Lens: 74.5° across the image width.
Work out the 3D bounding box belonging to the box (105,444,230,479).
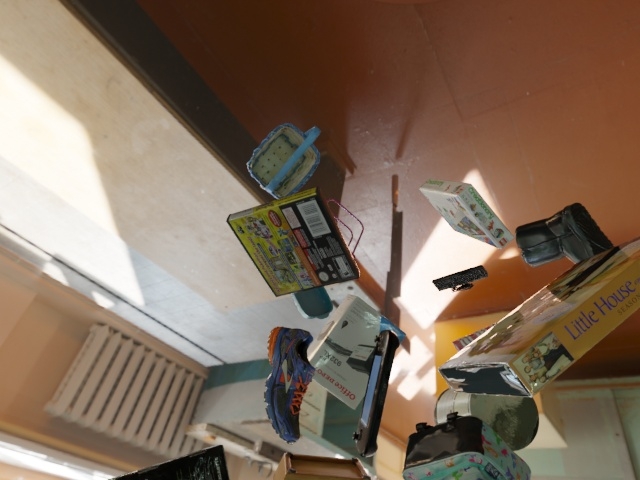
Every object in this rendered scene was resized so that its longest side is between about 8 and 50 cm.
[{"bbox_3d":[-0.295,0.629,0.876,0.257,0.322,0.079,6,148,-47],"label":"box"}]

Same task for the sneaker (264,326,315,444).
[{"bbox_3d":[-0.053,0.263,0.795,0.087,0.221,0.083,-12,148,13],"label":"sneaker"}]

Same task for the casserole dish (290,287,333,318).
[{"bbox_3d":[-0.039,0.153,1.226,0.114,0.188,0.037,-9,149,-41],"label":"casserole dish"}]

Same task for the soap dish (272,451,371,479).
[{"bbox_3d":[0.009,0.712,1.225,0.291,0.118,0.229,8,168,-4],"label":"soap dish"}]

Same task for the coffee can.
[{"bbox_3d":[0.490,0.529,1.279,0.201,0.201,0.275,13,153,-1],"label":"coffee can"}]

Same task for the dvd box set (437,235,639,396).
[{"bbox_3d":[0.436,0.134,0.770,0.062,0.420,0.307,55,167,13],"label":"dvd box set"}]

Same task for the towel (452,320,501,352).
[{"bbox_3d":[0.515,0.308,1.262,0.197,0.029,0.144,-31,116,20],"label":"towel"}]

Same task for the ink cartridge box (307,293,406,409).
[{"bbox_3d":[0.105,0.372,1.438,0.223,0.307,0.129,38,171,-6],"label":"ink cartridge box"}]

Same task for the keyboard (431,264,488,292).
[{"bbox_3d":[0.503,0.150,1.499,0.192,0.038,0.100,-24,131,33],"label":"keyboard"}]

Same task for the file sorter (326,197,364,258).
[{"bbox_3d":[0.000,0.000,1.648,0.202,0.182,0.290,41,139,-14],"label":"file sorter"}]

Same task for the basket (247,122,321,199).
[{"bbox_3d":[-0.115,-0.269,1.416,0.201,0.255,0.289,42,177,-13],"label":"basket"}]

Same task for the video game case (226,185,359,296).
[{"bbox_3d":[-0.064,0.016,1.062,0.248,0.035,0.275,-15,124,19],"label":"video game case"}]

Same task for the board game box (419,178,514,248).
[{"bbox_3d":[0.409,-0.087,1.221,0.053,0.305,0.193,-42,102,3],"label":"board game box"}]

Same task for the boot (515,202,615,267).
[{"bbox_3d":[0.666,0.038,1.145,0.094,0.246,0.207,-24,170,-25],"label":"boot"}]

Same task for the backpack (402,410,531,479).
[{"bbox_3d":[0.335,0.532,0.925,0.253,0.191,0.225,40,125,-15],"label":"backpack"}]

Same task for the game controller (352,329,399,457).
[{"bbox_3d":[0.147,0.396,1.115,0.067,0.319,0.166,12,166,9],"label":"game controller"}]
